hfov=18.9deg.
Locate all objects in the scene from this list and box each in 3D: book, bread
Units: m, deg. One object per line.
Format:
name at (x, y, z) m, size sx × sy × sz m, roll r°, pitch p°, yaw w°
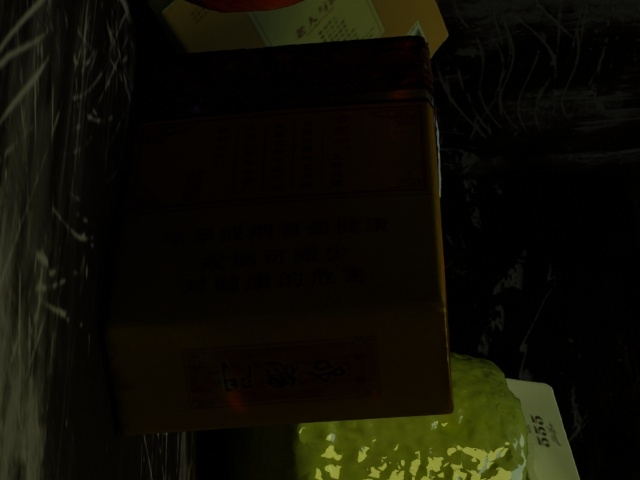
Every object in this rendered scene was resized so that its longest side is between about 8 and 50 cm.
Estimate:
book at (-0.006, -0.212, 1.854) m, size 0.032 × 0.269 × 0.389 m, roll 37°, pitch -12°, yaw 30°
bread at (0.047, 0.264, 2.064) m, size 0.348 × 0.308 × 0.348 m, roll -174°, pitch -90°, yaw -74°

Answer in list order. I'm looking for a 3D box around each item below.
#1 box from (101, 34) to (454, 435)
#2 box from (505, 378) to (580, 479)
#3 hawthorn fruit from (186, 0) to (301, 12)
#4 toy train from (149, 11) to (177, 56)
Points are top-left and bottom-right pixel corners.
box at (-0.027, -0.020, 1.581) m, size 0.415 × 0.264 × 0.115 m, roll -91°, pitch 175°, yaw -56°
box at (0.203, 0.303, 2.198) m, size 0.168 × 0.071 × 0.259 m, roll -102°, pitch -151°, yaw -47°
hawthorn fruit at (-0.079, -0.281, 1.510) m, size 0.271 × 0.242 × 0.241 m, roll -54°, pitch 146°, yaw -52°
toy train at (-0.124, -0.170, 1.855) m, size 0.170 × 0.071 × 0.111 m, roll 80°, pitch 16°, yaw -54°
